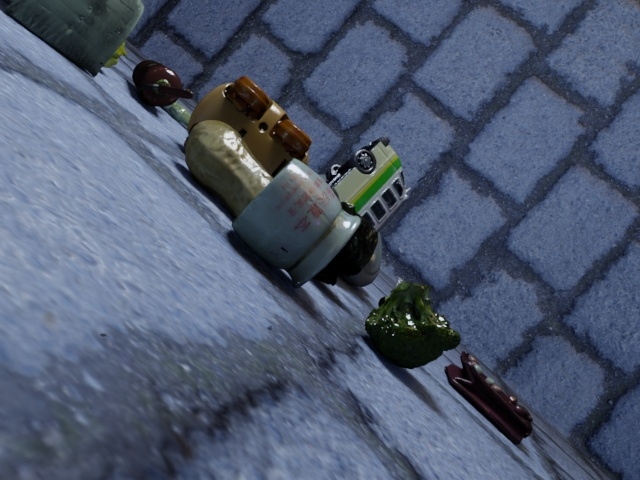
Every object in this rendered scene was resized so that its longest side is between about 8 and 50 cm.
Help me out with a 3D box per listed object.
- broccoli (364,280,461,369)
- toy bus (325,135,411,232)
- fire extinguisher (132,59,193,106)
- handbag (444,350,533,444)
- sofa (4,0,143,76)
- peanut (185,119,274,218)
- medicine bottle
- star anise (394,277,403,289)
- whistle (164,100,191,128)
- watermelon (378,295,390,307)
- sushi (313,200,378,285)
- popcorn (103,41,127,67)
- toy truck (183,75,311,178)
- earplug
[{"bbox_3d":[0.144,0.137,0.964,0.146,0.137,0.162,10,-1,-11],"label":"broccoli"},{"bbox_3d":[0.074,-0.085,1.362,0.179,0.305,0.143,49,-29,-11],"label":"toy bus"},{"bbox_3d":[-0.392,-0.385,1.476,0.142,0.105,0.341,-2,20,-22],"label":"fire extinguisher"},{"bbox_3d":[0.387,0.353,1.360,0.216,0.074,0.203,43,5,11],"label":"handbag"},{"bbox_3d":[-0.483,-0.468,1.135,0.225,0.176,0.210,44,5,36],"label":"sofa"},{"bbox_3d":[-0.148,-0.108,1.008,0.236,0.110,0.120,51,-14,22],"label":"peanut"},{"bbox_3d":[-0.034,-0.024,0.866,0.143,0.147,0.147,43,4,-5],"label":"medicine bottle"},{"bbox_3d":[0.247,0.202,1.534,0.208,0.063,0.172,62,1,-23],"label":"star anise"},{"bbox_3d":[-0.414,-0.383,1.691,0.198,0.057,0.104,41,3,1],"label":"whistle"},{"bbox_3d":[0.199,0.163,1.420,0.135,0.094,0.125,43,4,-35],"label":"watermelon"},{"bbox_3d":[0.000,0.000,1.121,0.115,0.147,0.212,32,-8,-34],"label":"sushi"},{"bbox_3d":[-0.488,-0.451,1.308,0.145,0.126,0.126,69,19,-2],"label":"popcorn"},{"bbox_3d":[-0.150,-0.209,1.317,0.288,0.204,0.211,41,2,-12],"label":"toy truck"},{"bbox_3d":[0.041,-0.027,1.519,0.325,0.175,0.214,47,36,-6],"label":"earplug"}]
